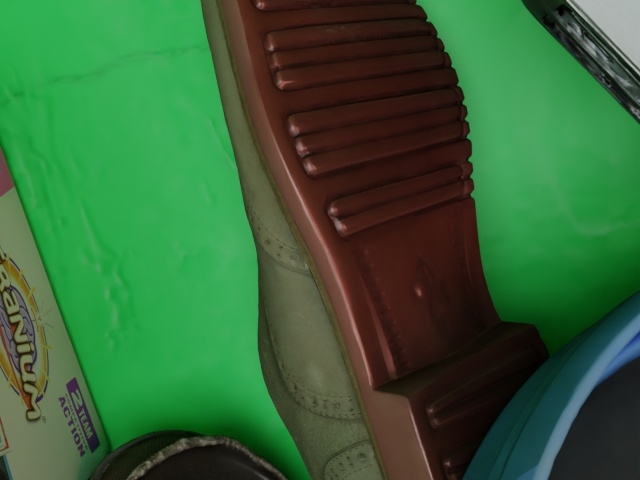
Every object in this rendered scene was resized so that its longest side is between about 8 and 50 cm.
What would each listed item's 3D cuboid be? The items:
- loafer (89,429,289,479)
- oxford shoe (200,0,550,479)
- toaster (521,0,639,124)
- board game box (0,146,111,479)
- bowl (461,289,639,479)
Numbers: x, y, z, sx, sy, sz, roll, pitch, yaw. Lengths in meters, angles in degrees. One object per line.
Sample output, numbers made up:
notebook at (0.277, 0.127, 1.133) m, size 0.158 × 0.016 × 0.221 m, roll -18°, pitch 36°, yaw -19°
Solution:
loafer at (0.015, 0.231, 0.442) m, size 0.366 × 0.133 × 0.130 m, roll 56°, pitch 142°, yaw 19°
oxford shoe at (0.000, 0.000, 0.467) m, size 0.130 × 0.123 × 0.348 m, roll -26°, pitch 77°, yaw 49°
toaster at (0.166, -0.095, 0.410) m, size 0.186 × 0.168 × 0.110 m, roll 45°, pitch 104°, yaw -2°
board game box at (-0.193, 0.042, 0.392) m, size 0.064 × 0.316 × 0.242 m, roll -17°, pitch 97°, yaw 9°
bowl at (0.202, 0.194, 0.393) m, size 0.391 × 0.077 × 0.391 m, roll 8°, pitch 72°, yaw -25°
